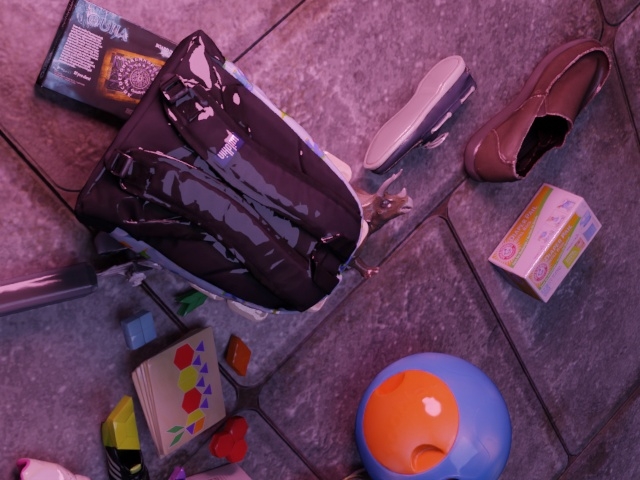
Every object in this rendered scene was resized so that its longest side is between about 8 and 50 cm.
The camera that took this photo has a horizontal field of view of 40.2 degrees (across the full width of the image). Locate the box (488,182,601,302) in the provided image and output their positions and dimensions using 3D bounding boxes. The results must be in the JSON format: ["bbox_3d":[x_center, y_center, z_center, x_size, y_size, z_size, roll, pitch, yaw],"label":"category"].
[{"bbox_3d":[0.455,0.005,1.773,0.203,0.103,0.114,-53,132,-5],"label":"box"}]

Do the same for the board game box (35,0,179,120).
[{"bbox_3d":[-0.266,-0.230,1.161,0.186,0.026,0.126,20,97,-41],"label":"board game box"}]

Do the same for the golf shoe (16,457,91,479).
[{"bbox_3d":[-0.474,0.453,1.284,0.140,0.115,0.306,45,75,-31],"label":"golf shoe"}]

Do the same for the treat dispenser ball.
[{"bbox_3d":[0.209,0.353,1.624,0.288,0.288,0.288,-17,120,-31],"label":"treat dispenser ball"}]

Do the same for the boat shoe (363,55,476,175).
[{"bbox_3d":[0.171,-0.198,1.471,0.079,0.095,0.254,47,70,-30],"label":"boat shoe"}]

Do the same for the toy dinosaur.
[{"bbox_3d":[0.000,0.000,1.436,0.314,0.121,0.160,-20,107,-10],"label":"toy dinosaur"}]

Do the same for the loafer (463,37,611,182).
[{"bbox_3d":[0.431,-0.227,1.628,0.366,0.130,0.134,-47,131,-10],"label":"loafer"}]

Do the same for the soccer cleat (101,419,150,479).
[{"bbox_3d":[-0.303,0.356,1.379,0.060,0.072,0.178,-26,124,-26],"label":"soccer cleat"}]

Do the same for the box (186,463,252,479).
[{"bbox_3d":[-0.186,0.495,1.522,0.130,0.091,0.170,-10,116,-34],"label":"box"}]

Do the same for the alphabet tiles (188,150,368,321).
[{"bbox_3d":[-0.077,-0.024,1.341,0.278,0.021,0.284,31,90,-17],"label":"alphabet tiles"}]

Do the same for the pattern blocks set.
[{"bbox_3d":[-0.217,0.240,1.378,0.285,0.026,0.324,-16,111,-48],"label":"pattern blocks set"}]

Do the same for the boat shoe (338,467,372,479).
[{"bbox_3d":[0.068,0.511,1.708,0.305,0.091,0.109,1,84,-38],"label":"boat shoe"}]

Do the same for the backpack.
[{"bbox_3d":[-0.109,-0.056,1.187,0.356,0.273,0.290,32,84,-12],"label":"backpack"}]

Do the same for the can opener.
[{"bbox_3d":[-0.345,0.042,1.214,0.280,0.074,0.093,-19,87,-32],"label":"can opener"}]
